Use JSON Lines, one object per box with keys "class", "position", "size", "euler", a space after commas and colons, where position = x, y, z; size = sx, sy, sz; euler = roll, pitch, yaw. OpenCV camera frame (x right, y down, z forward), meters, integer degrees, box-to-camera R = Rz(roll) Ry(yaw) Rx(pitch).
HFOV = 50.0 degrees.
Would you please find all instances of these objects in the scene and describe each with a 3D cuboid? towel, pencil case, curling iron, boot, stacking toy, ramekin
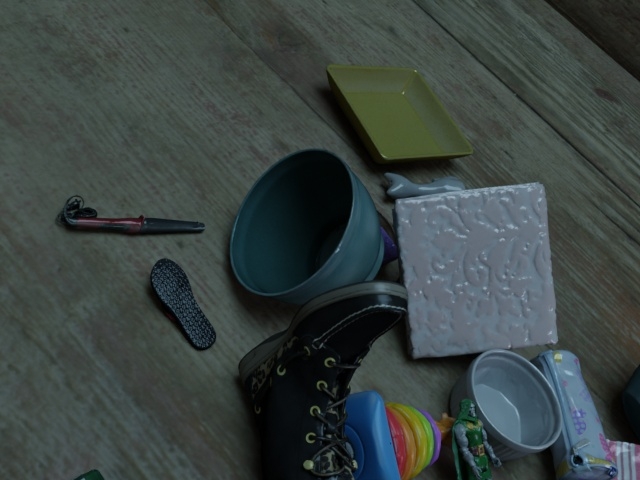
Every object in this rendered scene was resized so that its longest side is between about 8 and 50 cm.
{"class": "towel", "position": [0.622, 0.467, 1.374], "size": [0.197, 0.029, 0.144], "euler": [7, 44, 12]}
{"class": "towel", "position": [0.313, 0.062, 1.382], "size": [0.316, 0.053, 0.332], "euler": [-6, 93, -5]}
{"class": "pencil case", "position": [0.499, 0.357, 1.384], "size": [0.124, 0.113, 0.273], "euler": [34, 36, -32]}
{"class": "curling iron", "position": [-0.346, -0.041, 1.281], "size": [0.274, 0.035, 0.068], "euler": [6, 51, -27]}
{"class": "boot", "position": [0.012, 0.249, 1.020], "size": [0.138, 0.377, 0.284], "euler": [17, 50, -38]}
{"class": "stacking toy", "position": [0.146, 0.343, 1.183], "size": [0.301, 0.165, 0.175], "euler": [4, 67, -43]}
{"class": "ramekin", "position": [0.350, 0.327, 1.332], "size": [0.207, 0.109, 0.207], "euler": [17, 46, -19]}

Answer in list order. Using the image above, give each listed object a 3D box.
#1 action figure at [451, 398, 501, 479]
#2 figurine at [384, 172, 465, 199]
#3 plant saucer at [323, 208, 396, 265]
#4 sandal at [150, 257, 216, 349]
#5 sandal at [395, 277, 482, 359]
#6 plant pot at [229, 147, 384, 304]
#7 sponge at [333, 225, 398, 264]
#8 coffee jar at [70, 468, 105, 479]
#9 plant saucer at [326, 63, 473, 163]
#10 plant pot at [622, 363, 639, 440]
{"class": "action figure", "position": [0.273, 0.395, 1.202], "size": [0.137, 0.063, 0.232], "euler": [-1, 78, -47]}
{"class": "figurine", "position": [0.256, -0.073, 1.642], "size": [0.209, 0.092, 0.215], "euler": [7, 49, -21]}
{"class": "plant saucer", "position": [0.076, -0.014, 1.513], "size": [0.198, 0.036, 0.199], "euler": [16, 46, -18]}
{"class": "sandal", "position": [-0.248, 0.116, 1.210], "size": [0.067, 0.040, 0.179], "euler": [-27, 85, -37]}
{"class": "sandal", "position": [0.272, 0.151, 1.455], "size": [0.254, 0.097, 0.054], "euler": [40, 17, 4]}
{"class": "plant pot", "position": [0.000, 0.000, 1.309], "size": [0.196, 0.293, 0.293], "euler": [33, 36, -43]}
{"class": "sponge", "position": [0.071, -0.030, 1.475], "size": [0.117, 0.031, 0.210], "euler": [-19, 66, -40]}
{"class": "coffee jar", "position": [-0.280, 0.400, 0.898], "size": [0.079, 0.096, 0.184], "euler": [-27, 71, -40]}
{"class": "plant saucer", "position": [0.197, -0.321, 1.819], "size": [0.332, 0.081, 0.333], "euler": [-8, 59, -36]}
{"class": "plant pot", "position": [0.777, 0.357, 1.479], "size": [0.195, 0.290, 0.290], "euler": [-20, 59, 0]}
